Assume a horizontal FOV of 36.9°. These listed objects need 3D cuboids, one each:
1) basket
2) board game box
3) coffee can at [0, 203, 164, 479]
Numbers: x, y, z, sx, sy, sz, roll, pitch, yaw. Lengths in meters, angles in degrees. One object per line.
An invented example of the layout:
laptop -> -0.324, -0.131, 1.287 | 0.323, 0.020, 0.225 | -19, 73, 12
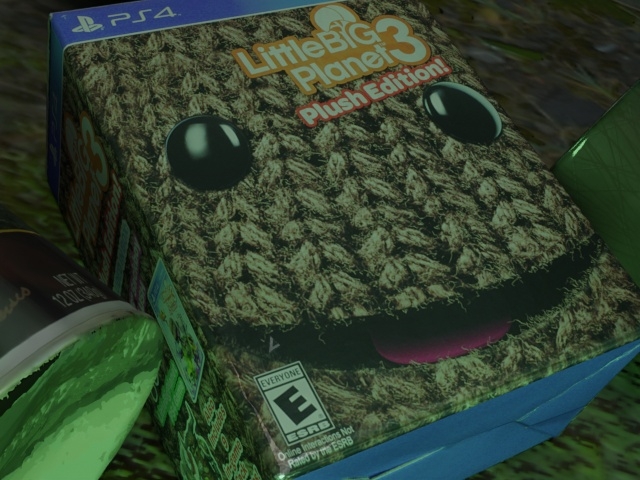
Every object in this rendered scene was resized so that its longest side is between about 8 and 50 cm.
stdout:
basket -> 0.252, 0.014, 0.614 | 0.227, 0.154, 0.204 | 45, 11, 9
board game box -> 0.000, 0.000, 0.554 | 0.232, 0.141, 0.291 | -17, 60, -27
coffee can -> -0.237, 0.033, 0.418 | 0.275, 0.202, 0.201 | 36, 52, 11
